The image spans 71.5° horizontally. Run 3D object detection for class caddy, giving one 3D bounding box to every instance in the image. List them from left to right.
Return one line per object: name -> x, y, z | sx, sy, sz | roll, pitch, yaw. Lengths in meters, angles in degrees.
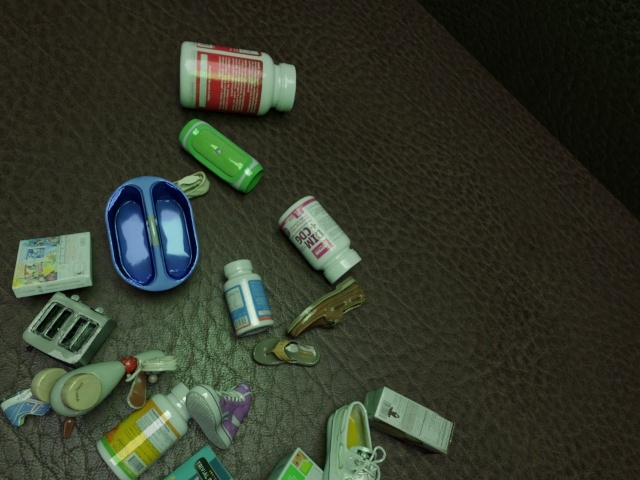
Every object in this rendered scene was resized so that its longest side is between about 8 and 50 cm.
caddy -> -0.499, -0.017, 1.328 | 0.241, 0.179, 0.341 | -11, 86, -22

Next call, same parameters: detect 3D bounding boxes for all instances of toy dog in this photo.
toy dog -> -0.542, 0.389, 1.138 | 0.333, 0.220, 0.161 | 0, 90, -38

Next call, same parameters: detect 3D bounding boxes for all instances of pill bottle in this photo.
pill bottle -> -0.441, 0.496, 1.174 | 0.245, 0.136, 0.136 | -38, 82, -28
pill bottle -> -0.307, -0.589, 1.651 | 0.407, 0.229, 0.229 | 2, 66, -16
pill bottle -> -0.231, 0.177, 1.389 | 0.124, 0.124, 0.221 | -11, 71, -21
pill bottle -> 0.000, 0.000, 1.518 | 0.160, 0.160, 0.283 | -36, 81, -27

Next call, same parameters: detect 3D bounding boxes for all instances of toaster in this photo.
toaster -> -0.692, 0.252, 1.222 | 0.168, 0.110, 0.186 | 29, 62, -2

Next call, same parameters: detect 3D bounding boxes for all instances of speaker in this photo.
speaker -> -0.349, -0.297, 1.566 | 0.296, 0.131, 0.131 | 37, 61, 2

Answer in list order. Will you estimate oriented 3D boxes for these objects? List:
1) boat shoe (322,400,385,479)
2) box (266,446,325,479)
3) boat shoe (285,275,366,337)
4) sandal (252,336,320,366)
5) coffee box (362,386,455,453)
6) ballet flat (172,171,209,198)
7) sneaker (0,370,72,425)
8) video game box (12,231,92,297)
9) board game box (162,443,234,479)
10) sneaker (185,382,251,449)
boat shoe -> 0.104, 0.601, 1.200 | 0.136, 0.156, 0.367 | 31, 30, -17
box -> -0.049, 0.732, 1.149 | 0.262, 0.127, 0.231 | 44, 32, 5
boat shoe -> 0.029, 0.233, 1.451 | 0.307, 0.111, 0.104 | -34, 79, -27
sandal -> -0.101, 0.351, 1.387 | 0.219, 0.060, 0.090 | 13, 64, -12
coffee box -> 0.260, 0.554, 1.363 | 0.246, 0.141, 0.098 | 28, 60, -4
ballet flat -> -0.490, -0.166, 1.488 | 0.248, 0.086, 0.086 | -28, 77, -26
sneaker -> -0.714, 0.407, 1.169 | 0.211, 0.080, 0.081 | -24, 83, -12
video game box -> -0.760, 0.064, 1.274 | 0.187, 0.048, 0.205 | -7, 41, -22
board game box -> -0.353, 0.680, 1.053 | 0.336, 0.254, 0.079 | -32, 111, -26
sneaker -> -0.264, 0.427, 1.198 | 0.102, 0.282, 0.161 | 20, 49, 21
